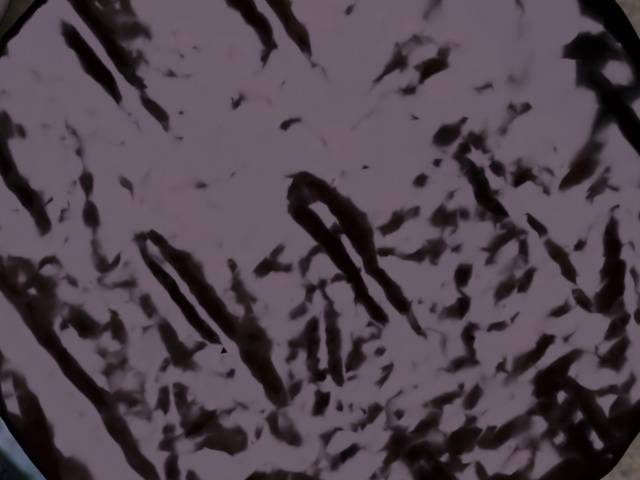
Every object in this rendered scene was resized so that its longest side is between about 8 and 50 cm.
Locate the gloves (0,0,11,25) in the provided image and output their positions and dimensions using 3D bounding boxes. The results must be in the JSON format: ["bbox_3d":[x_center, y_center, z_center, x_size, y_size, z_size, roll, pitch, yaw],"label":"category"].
[{"bbox_3d":[-0.234,-0.129,0.928,0.140,0.131,0.218,19,116,15],"label":"gloves"}]

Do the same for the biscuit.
[{"bbox_3d":[0.000,0.000,0.948,0.408,0.091,0.407,0,98,2],"label":"biscuit"}]
